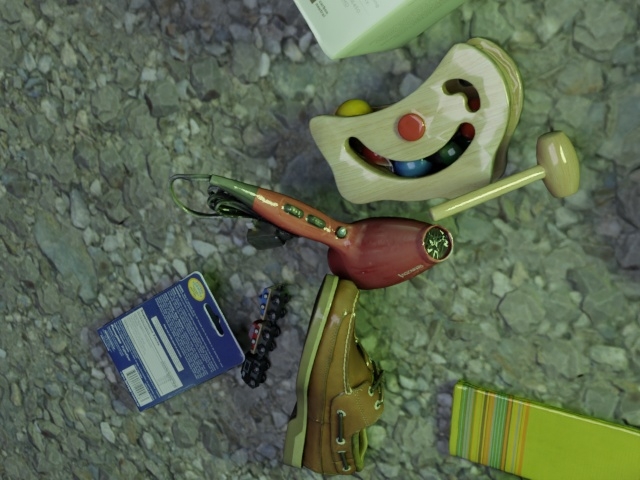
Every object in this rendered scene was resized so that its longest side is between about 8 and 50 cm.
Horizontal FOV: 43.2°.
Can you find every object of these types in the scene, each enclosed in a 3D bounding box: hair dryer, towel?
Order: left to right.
[{"bbox_3d":[0.000,0.000,0.857,0.294,0.224,0.080,5,81,25],"label":"hair dryer"},{"bbox_3d":[0.260,0.228,0.898,0.237,0.021,0.102,12,115,24],"label":"towel"}]

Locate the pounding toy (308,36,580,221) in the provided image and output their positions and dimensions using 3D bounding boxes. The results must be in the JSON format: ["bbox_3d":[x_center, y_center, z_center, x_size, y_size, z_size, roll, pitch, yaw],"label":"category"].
[{"bbox_3d":[0.111,-0.112,0.796,0.270,0.155,0.154,-1,107,26],"label":"pounding toy"}]

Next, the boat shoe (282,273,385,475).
[{"bbox_3d":[0.027,0.161,0.935,0.105,0.110,0.307,14,134,6],"label":"boat shoe"}]

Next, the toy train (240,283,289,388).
[{"bbox_3d":[-0.074,0.121,1.039,0.036,0.027,0.158,33,119,30],"label":"toy train"}]

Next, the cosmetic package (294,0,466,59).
[{"bbox_3d":[0.062,-0.277,0.756,0.151,0.184,0.151,-32,89,31],"label":"cosmetic package"}]

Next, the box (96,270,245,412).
[{"bbox_3d":[-0.198,0.137,1.098,0.225,0.036,0.136,-29,88,34],"label":"box"}]
